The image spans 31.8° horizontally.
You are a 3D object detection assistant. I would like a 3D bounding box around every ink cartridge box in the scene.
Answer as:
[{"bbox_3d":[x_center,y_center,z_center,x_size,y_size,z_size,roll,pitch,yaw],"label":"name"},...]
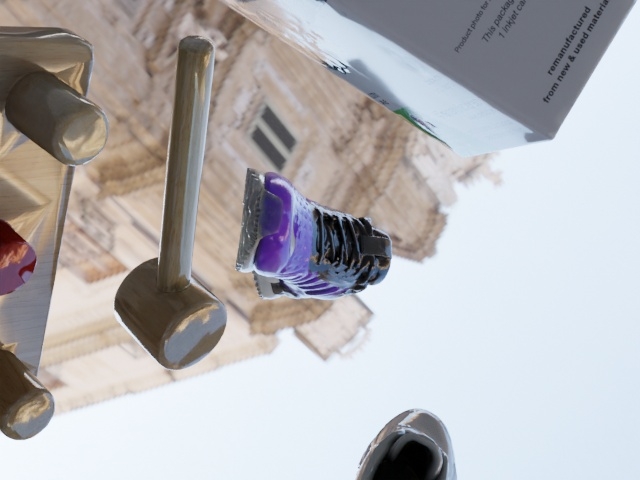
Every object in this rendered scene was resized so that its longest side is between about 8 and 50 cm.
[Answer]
[{"bbox_3d":[0.022,-0.131,0.533,0.087,0.208,0.153,-59,-173,-3],"label":"ink cartridge box"}]

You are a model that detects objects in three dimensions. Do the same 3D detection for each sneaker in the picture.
[{"bbox_3d":[0.080,0.201,0.965,0.099,0.262,0.121,24,-66,6],"label":"sneaker"},{"bbox_3d":[0.000,-0.001,1.131,0.146,0.293,0.102,5,-101,5],"label":"sneaker"}]

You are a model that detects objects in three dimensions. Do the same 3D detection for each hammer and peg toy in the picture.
[{"bbox_3d":[-0.213,-0.006,0.637,0.127,0.361,0.266,34,-59,36],"label":"hammer and peg toy"}]
